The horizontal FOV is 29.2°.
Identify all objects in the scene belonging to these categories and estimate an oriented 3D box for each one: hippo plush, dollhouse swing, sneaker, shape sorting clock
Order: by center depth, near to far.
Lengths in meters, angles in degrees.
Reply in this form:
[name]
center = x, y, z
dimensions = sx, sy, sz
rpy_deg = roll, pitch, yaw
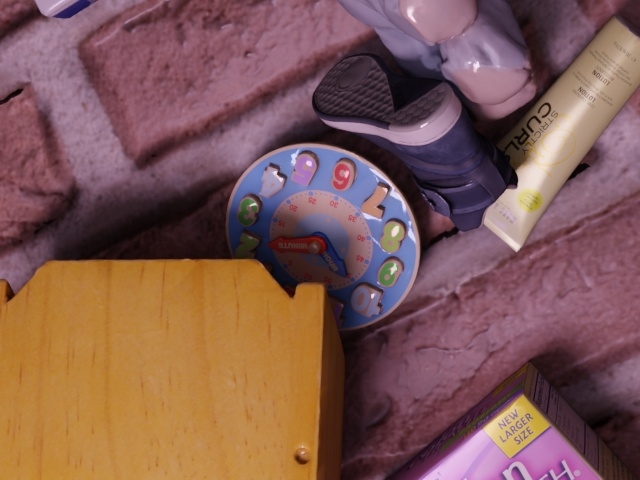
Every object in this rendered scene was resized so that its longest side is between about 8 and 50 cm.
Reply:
[hippo plush]
center = 0.140, -0.267, 1.124
dimensions = 0.236, 0.234, 0.294
rpy_deg = -49, 44, -1
[sneaker]
center = 0.092, -0.092, 1.177
dimensions = 0.086, 0.226, 0.163
rpy_deg = -49, 123, -4
[shape sorting clock]
center = 0.000, 0.000, 1.237
dimensions = 0.206, 0.040, 0.206
rpy_deg = 9, 120, 17
[dollhouse swing]
center = -0.139, 0.210, 1.262
dimensions = 0.346, 0.305, 0.315
rpy_deg = -1, 73, 13

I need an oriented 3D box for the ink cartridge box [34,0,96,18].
[ink cartridge box]
center = -0.210, -0.442, 1.212
dimensions = 0.324, 0.071, 0.330
rpy_deg = -27, 90, 16

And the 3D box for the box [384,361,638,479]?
[box]
center = 0.206, 0.288, 1.221
dimensions = 0.213, 0.117, 0.243
rpy_deg = -42, 88, 16

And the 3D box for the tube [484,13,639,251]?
[tube]
center = 0.229, -0.104, 1.179
dimensions = 0.062, 0.070, 0.240
rpy_deg = 21, 119, -36
